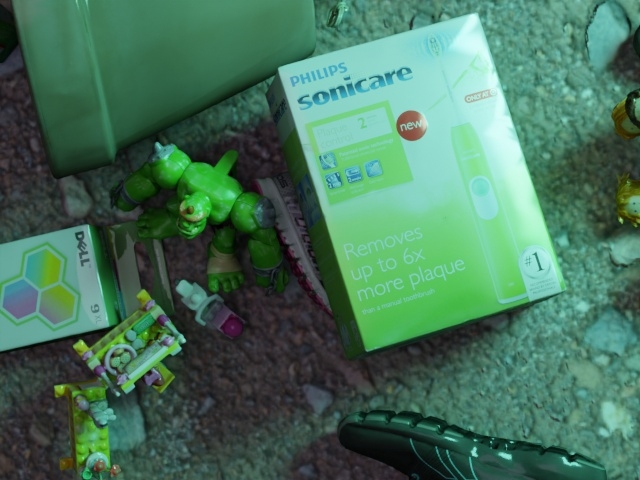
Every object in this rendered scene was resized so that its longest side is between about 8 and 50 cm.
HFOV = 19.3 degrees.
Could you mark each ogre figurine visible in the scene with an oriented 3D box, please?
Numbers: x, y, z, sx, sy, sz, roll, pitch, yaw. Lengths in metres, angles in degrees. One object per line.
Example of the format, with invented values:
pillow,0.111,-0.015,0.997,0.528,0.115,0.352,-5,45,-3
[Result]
ogre figurine,-0.116,-0.029,1.861,0.097,0.118,0.197,-32,66,-31

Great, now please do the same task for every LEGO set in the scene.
LEGO set,-0.190,0.169,1.875,0.132,0.107,0.287,30,93,-29

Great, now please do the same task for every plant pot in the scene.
plant pot,-0.158,-0.243,1.829,0.280,0.323,0.323,-11,86,-5

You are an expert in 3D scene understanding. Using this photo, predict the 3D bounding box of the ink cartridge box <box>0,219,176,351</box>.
ink cartridge box,-0.265,0.047,1.940,0.209,0.062,0.109,-12,86,11

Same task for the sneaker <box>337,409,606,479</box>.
sneaker,0.140,0.234,1.835,0.267,0.101,0.106,14,93,12

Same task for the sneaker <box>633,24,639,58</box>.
sneaker,0.415,-0.191,1.789,0.234,0.106,0.078,7,89,12

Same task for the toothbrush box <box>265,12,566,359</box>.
toothbrush box,0.088,-0.049,1.815,0.206,0.122,0.283,-16,83,-9

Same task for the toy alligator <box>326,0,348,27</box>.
toy alligator,0.065,-0.292,1.894,0.051,0.056,0.190,22,93,-29

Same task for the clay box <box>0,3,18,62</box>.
clay box,-0.416,-0.279,1.949,0.222,0.127,0.053,41,97,11

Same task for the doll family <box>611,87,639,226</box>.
doll family,0.359,-0.070,1.797,0.163,0.118,0.263,-6,115,15

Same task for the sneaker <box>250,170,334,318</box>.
sneaker,0.000,0.000,1.887,0.074,0.063,0.170,-30,93,-10
